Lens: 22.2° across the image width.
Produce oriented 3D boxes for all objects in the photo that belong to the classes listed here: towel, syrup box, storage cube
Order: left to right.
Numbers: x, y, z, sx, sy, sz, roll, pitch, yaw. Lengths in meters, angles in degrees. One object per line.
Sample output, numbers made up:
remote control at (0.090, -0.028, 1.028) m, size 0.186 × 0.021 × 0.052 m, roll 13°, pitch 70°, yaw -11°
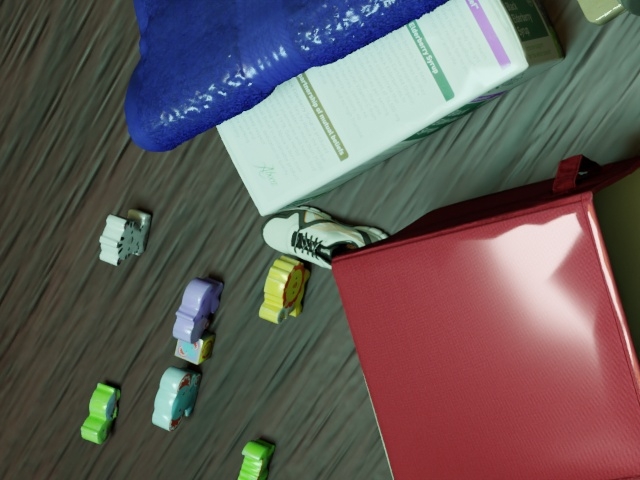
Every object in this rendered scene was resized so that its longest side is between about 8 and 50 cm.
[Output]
towel at (-0.005, -0.203, 1.159) m, size 0.308 × 0.076 × 0.227 m, roll -25°, pitch 50°, yaw 29°
syrup box at (0.048, -0.114, 1.189) m, size 0.237 × 0.093 × 0.096 m, roll -27°, pitch 88°, yaw 27°
storage cube at (0.149, 0.060, 1.130) m, size 0.193 × 0.184 × 0.215 m, roll -15°, pitch 95°, yaw 28°

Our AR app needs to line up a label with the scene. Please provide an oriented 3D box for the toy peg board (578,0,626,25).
toy peg board at (0.230, -0.247, 1.098) m, size 0.161 × 0.079 × 0.160 m, roll -31°, pitch 72°, yaw 26°

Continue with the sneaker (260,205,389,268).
sneaker at (0.000, 0.000, 1.264) m, size 0.109 × 0.044 × 0.040 m, roll 10°, pitch 107°, yaw 25°

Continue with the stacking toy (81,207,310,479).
stacking toy at (-0.109, 0.094, 1.330) m, size 0.167 × 0.052 × 0.221 m, roll 19°, pitch 109°, yaw 21°

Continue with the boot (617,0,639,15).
boot at (0.218, -0.313, 0.954) m, size 0.284 × 0.377 × 0.138 m, roll 45°, pitch 156°, yaw 15°
